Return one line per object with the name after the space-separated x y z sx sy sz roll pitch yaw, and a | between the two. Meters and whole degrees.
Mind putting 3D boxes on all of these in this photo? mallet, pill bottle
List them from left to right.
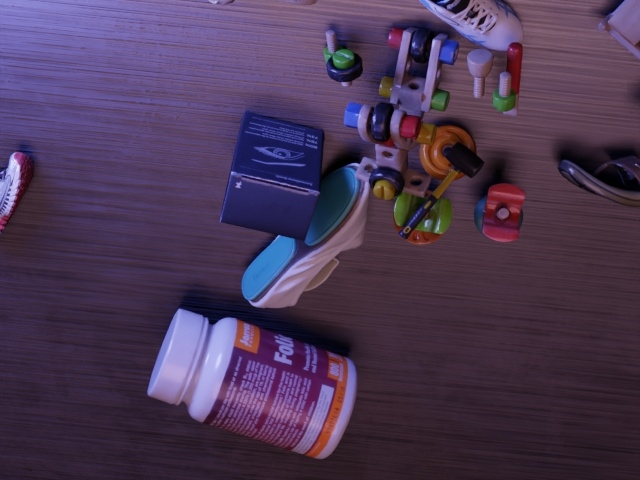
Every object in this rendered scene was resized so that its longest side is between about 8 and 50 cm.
-0.141 0.292 1.826 0.392 0.224 0.224 21 126 -12 | pill bottle
0.208 -0.075 1.504 0.062 0.039 0.189 32 93 12 | mallet

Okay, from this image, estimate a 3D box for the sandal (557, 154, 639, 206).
0.563 -0.103 1.556 0.303 0.120 0.086 12 100 -7 | sandal

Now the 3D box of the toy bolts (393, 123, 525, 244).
0.259 -0.083 1.597 0.229 0.158 0.218 15 87 5 | toy bolts

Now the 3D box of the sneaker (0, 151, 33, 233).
-0.615 -0.084 1.658 0.093 0.088 0.225 31 123 -17 | sneaker

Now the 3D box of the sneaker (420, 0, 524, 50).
0.224 -0.367 1.379 0.237 0.086 0.085 31 122 -20 | sneaker

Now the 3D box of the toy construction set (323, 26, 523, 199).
0.173 -0.195 1.438 0.309 0.257 0.237 -7 138 3 | toy construction set

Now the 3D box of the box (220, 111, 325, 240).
-0.081 -0.113 1.519 0.153 0.207 0.108 14 127 -6 | box

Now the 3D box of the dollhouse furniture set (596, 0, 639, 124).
0.573 -0.338 1.389 0.355 0.174 0.303 43 148 3 | dollhouse furniture set

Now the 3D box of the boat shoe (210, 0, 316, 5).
-0.151 -0.411 1.363 0.303 0.109 0.098 1 126 -3 | boat shoe

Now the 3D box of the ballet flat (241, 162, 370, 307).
0.000 0.000 1.667 0.139 0.139 0.400 30 128 -18 | ballet flat
